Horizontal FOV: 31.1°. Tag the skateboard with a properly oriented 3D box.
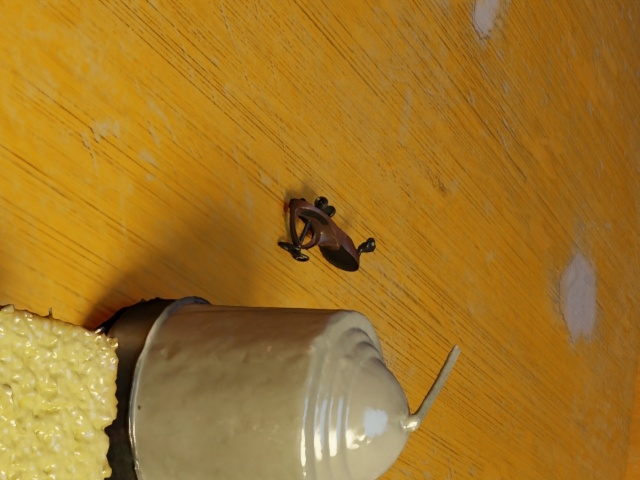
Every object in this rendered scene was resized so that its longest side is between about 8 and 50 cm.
[{"bbox_3d":[0.000,0.000,1.476,0.151,0.067,0.080,41,65,-45],"label":"skateboard"}]

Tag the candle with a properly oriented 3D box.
[{"bbox_3d":[-0.057,0.166,1.107,0.221,0.343,0.221,1,90,-64],"label":"candle"}]

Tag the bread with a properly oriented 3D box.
[{"bbox_3d":[-0.312,0.128,0.829,0.340,0.179,0.194,24,67,-54],"label":"bread"}]
